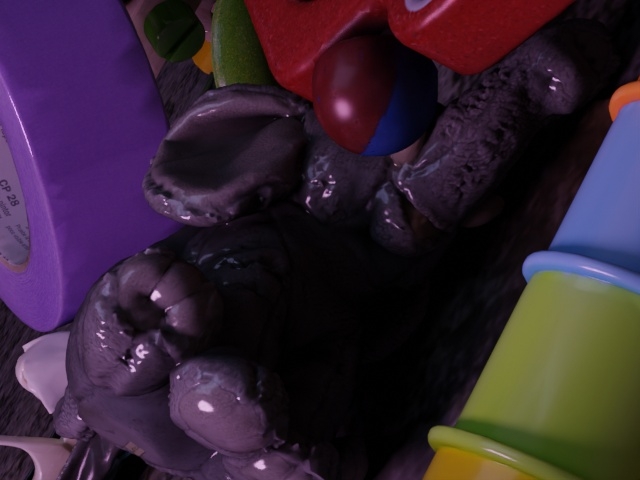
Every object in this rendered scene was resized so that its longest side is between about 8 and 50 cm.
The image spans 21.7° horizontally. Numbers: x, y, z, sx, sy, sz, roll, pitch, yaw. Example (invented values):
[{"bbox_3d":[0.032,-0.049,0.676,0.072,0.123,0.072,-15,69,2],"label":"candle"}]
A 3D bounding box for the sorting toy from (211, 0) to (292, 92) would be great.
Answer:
[{"bbox_3d":[0.025,-0.124,0.958,0.126,0.127,0.365,-10,50,28],"label":"sorting toy"}]

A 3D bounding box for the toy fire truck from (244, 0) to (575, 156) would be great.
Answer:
[{"bbox_3d":[0.055,-0.171,0.665,0.302,0.169,0.253,-37,38,45],"label":"toy fire truck"}]

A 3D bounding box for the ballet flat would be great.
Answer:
[{"bbox_3d":[-0.157,0.124,1.028,0.280,0.096,0.095,-63,18,-6],"label":"ballet flat"}]

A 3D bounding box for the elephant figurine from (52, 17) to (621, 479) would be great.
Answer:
[{"bbox_3d":[0.000,0.000,0.762,0.239,0.186,0.169,-58,-17,-22],"label":"elephant figurine"}]

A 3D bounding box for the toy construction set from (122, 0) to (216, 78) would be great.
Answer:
[{"bbox_3d":[-0.063,-0.204,1.158,0.309,0.257,0.237,-38,40,2],"label":"toy construction set"}]

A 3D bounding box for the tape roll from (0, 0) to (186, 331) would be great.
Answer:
[{"bbox_3d":[-0.191,-0.083,1.079,0.090,0.274,0.275,-24,5,-24],"label":"tape roll"}]

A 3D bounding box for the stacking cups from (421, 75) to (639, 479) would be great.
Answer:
[{"bbox_3d":[0.111,-0.001,0.533,0.316,0.096,0.096,-64,19,-14],"label":"stacking cups"}]
